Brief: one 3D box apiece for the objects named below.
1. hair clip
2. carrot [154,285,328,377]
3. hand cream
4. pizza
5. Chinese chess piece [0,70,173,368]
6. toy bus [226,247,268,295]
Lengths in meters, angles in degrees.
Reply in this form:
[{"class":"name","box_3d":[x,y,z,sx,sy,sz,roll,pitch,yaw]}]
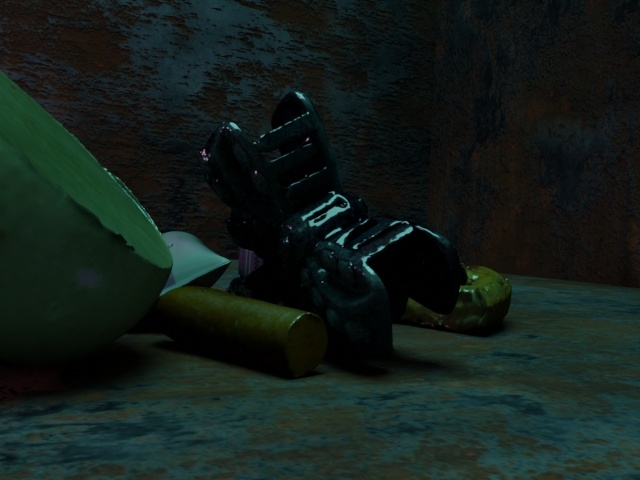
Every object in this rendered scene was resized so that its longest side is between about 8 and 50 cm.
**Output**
[{"class":"hair clip","box_3d":[-0.003,0.001,0.704,0.194,0.310,0.206,-30,-26,-23]},{"class":"carrot","box_3d":[-0.090,0.085,0.646,0.225,0.067,0.067,6,3,44]},{"class":"hand cream","box_3d":[-0.219,0.051,0.925,0.185,0.118,0.358,-22,6,-8]},{"class":"pizza","box_3d":[0.107,0.060,1.083,0.405,0.130,0.440,5,1,7]},{"class":"Chinese chess piece","box_3d":[-0.292,-0.045,0.565,0.349,0.146,0.349,46,-2,2]},{"class":"toy bus","box_3d":[-0.054,0.017,0.883,0.108,0.199,0.096,7,4,35]}]
